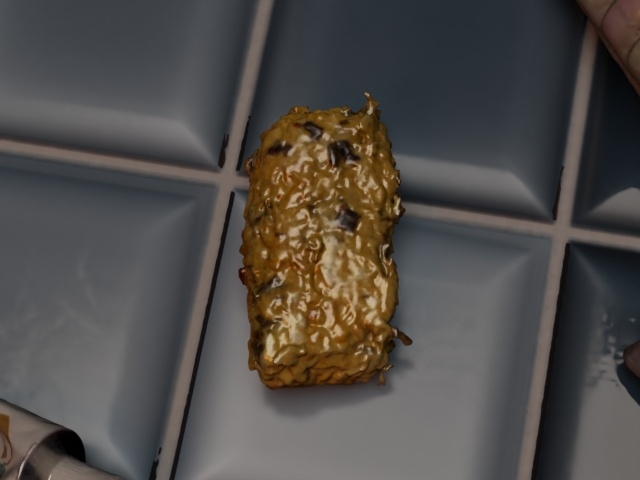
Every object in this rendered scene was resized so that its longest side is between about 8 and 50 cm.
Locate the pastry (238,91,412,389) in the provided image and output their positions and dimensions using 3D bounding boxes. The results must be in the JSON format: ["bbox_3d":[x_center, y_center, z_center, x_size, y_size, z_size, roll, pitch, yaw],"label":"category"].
[{"bbox_3d":[0.000,0.000,0.834,0.080,0.056,0.140,-3,68,-10],"label":"pastry"}]

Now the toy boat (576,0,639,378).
[{"bbox_3d":[0.242,-0.075,0.796,0.276,0.111,0.293,-18,75,22],"label":"toy boat"}]

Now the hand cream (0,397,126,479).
[{"bbox_3d":[-0.206,0.088,0.820,0.257,0.050,0.084,12,70,14],"label":"hand cream"}]
